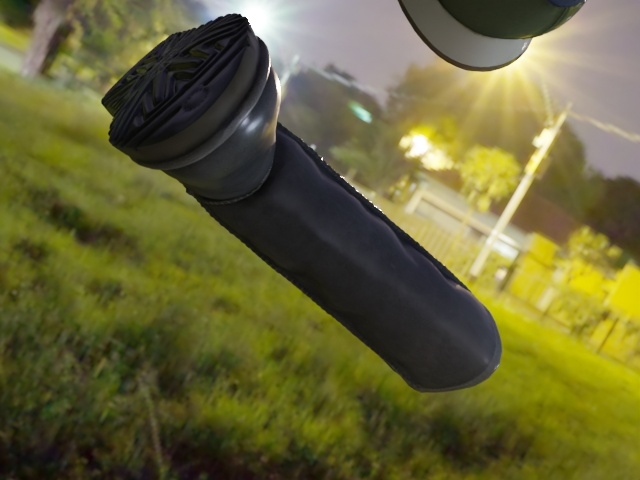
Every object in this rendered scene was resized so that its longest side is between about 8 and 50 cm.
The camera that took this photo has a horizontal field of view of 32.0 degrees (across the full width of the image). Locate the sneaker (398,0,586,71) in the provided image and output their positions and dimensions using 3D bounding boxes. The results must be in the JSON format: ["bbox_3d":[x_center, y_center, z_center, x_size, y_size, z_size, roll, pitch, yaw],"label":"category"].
[{"bbox_3d":[0.022,-0.144,0.327,0.192,0.064,0.086,53,-21,-4],"label":"sneaker"}]

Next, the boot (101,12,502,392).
[{"bbox_3d":[0.002,-0.001,0.492,0.208,0.076,0.189,49,0,-18],"label":"boot"}]
